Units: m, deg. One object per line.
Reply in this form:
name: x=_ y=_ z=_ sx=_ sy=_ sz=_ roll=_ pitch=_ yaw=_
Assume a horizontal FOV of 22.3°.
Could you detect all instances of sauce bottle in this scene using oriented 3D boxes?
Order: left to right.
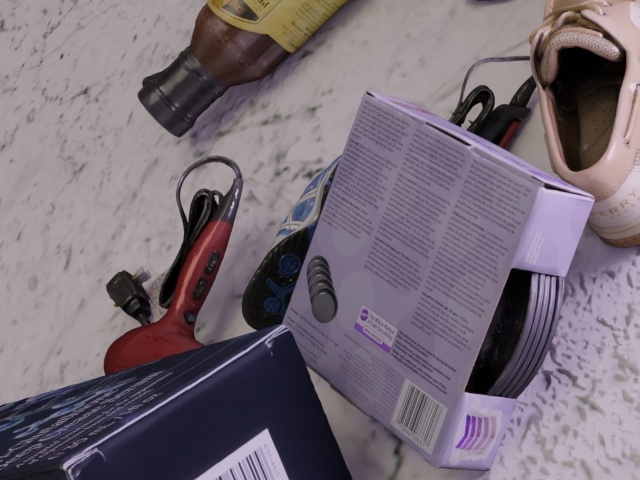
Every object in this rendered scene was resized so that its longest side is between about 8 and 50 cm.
sauce bottle: x=-0.057 y=-0.253 z=1.786 sx=0.344 sy=0.111 sz=0.111 roll=-44 pitch=37 yaw=8

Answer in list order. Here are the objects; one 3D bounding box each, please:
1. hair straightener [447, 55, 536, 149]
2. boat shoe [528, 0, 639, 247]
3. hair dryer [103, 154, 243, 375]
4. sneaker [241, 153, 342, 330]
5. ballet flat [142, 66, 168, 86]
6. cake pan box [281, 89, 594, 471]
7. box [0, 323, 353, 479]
hair straightener: x=0.128 y=-0.079 z=1.465 sx=0.230 sy=0.089 sz=0.047 roll=-54 pitch=35 yaw=-6
boat shoe: x=0.241 y=-0.156 z=1.395 sx=0.121 sy=0.110 sz=0.341 roll=-28 pitch=42 yaw=26
hair dryer: x=-0.143 y=0.059 z=1.596 sx=0.224 sy=0.080 sz=0.293 roll=-55 pitch=35 yaw=26
sneaker: x=0.000 y=0.000 z=1.556 sx=0.211 sy=0.080 sz=0.081 roll=-52 pitch=11 yaw=1
ballet flat: x=-0.142 y=-0.220 z=1.882 sx=0.173 sy=0.057 sz=0.049 roll=-42 pitch=73 yaw=15
cake pan box: x=0.088 y=0.029 z=1.352 sx=0.267 sy=0.070 sz=0.246 roll=33 pitch=109 yaw=51
box: x=-0.211 y=0.249 z=1.322 sx=0.395 sy=0.212 sz=0.293 roll=-18 pitch=7 yaw=35
